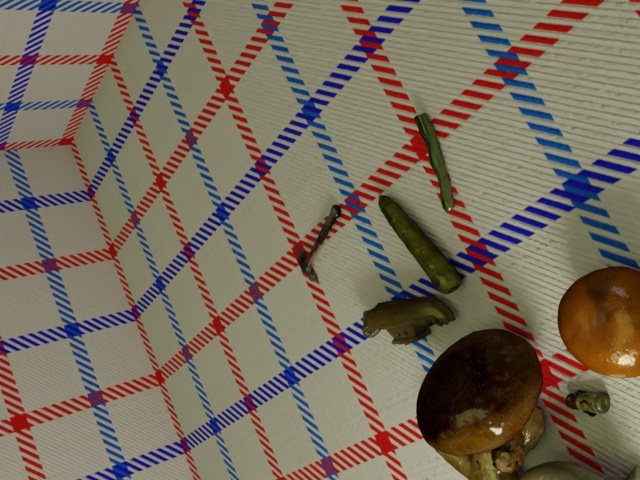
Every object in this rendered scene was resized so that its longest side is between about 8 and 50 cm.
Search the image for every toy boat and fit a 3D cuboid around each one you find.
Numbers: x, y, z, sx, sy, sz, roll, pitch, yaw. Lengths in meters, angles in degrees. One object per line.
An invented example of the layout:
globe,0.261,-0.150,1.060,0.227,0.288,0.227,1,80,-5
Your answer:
toy boat,0.244,0.230,2.058,0.321,0.089,0.122,-15,94,49

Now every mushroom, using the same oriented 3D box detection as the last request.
mushroom,0.379,0.363,1.776,0.345,0.345,0.239,26,159,44

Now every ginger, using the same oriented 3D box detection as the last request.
ginger,0.424,0.584,1.907,0.363,0.122,0.348,-4,88,40

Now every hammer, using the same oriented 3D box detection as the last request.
hammer,-0.001,0.000,2.336,0.111,0.033,0.288,53,134,26

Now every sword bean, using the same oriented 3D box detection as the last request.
sword bean,0.301,-0.204,1.916,0.043,0.038,0.270,-19,85,45

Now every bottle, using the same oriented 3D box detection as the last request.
bottle,0.608,0.372,1.686,0.101,0.047,0.063,-12,81,53

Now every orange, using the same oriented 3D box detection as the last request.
orange,0.615,0.167,1.526,0.240,0.171,0.240,3,94,49

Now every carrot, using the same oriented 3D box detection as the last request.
carrot,0.259,-0.001,1.996,0.359,0.074,0.074,55,136,29

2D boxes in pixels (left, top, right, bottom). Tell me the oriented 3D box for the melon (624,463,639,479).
melon,0.701,0.593,1.643,0.098,0.054,0.182,37,127,20

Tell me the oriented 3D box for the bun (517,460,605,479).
bun,0.565,0.680,1.638,0.365,0.219,0.365,-40,41,47
